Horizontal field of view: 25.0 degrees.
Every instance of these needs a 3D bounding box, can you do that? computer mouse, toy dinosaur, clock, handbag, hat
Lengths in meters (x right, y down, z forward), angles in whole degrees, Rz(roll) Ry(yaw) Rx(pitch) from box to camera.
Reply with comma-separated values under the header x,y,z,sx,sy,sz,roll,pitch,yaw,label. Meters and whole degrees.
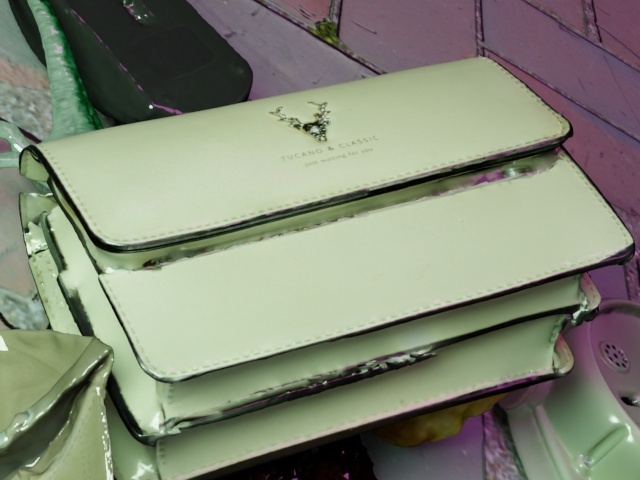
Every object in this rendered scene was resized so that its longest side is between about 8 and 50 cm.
x,y,z,sx,sy,sz,roll,pitch,yaw,label
-0.180,-0.179,1.245,0.270,0.086,0.137,47,44,11,computer mouse
-0.220,-0.084,1.079,0.129,0.076,0.383,-7,68,-42,toy dinosaur
0.286,0.168,1.267,0.265,0.109,0.324,7,44,-39,clock
0.000,0.000,0.985,0.358,0.160,0.237,-13,51,-24,handbag
-0.198,0.148,0.858,0.166,0.173,0.144,-7,6,-9,hat

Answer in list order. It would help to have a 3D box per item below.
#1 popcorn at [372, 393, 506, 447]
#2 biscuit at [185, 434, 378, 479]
x,y,z,sx,sy,sz,roll,pitch,yaw,label
0.070,0.073,1.138,0.180,0.170,0.180,43,28,-30,popcorn
-0.045,0.155,1.008,0.194,0.053,0.195,25,36,-20,biscuit
